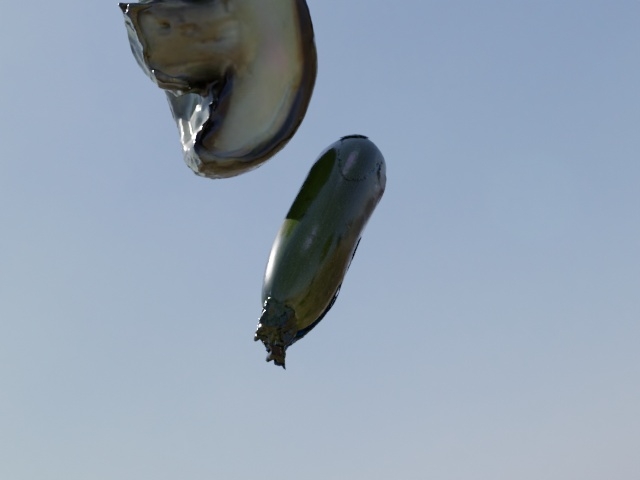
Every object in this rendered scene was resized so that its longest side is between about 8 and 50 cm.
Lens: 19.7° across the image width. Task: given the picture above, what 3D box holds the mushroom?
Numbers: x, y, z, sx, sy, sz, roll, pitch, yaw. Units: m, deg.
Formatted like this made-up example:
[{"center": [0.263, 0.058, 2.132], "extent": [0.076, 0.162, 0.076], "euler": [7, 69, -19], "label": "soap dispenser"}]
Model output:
[{"center": [-0.103, -0.206, 1.998], "extent": [0.189, 0.267, 0.164], "euler": [-25, -2, -7], "label": "mushroom"}]

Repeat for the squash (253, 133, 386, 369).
[{"center": [-0.001, -0.001, 1.837], "extent": [0.087, 0.087, 0.331], "euler": [-29, 24, 39], "label": "squash"}]
